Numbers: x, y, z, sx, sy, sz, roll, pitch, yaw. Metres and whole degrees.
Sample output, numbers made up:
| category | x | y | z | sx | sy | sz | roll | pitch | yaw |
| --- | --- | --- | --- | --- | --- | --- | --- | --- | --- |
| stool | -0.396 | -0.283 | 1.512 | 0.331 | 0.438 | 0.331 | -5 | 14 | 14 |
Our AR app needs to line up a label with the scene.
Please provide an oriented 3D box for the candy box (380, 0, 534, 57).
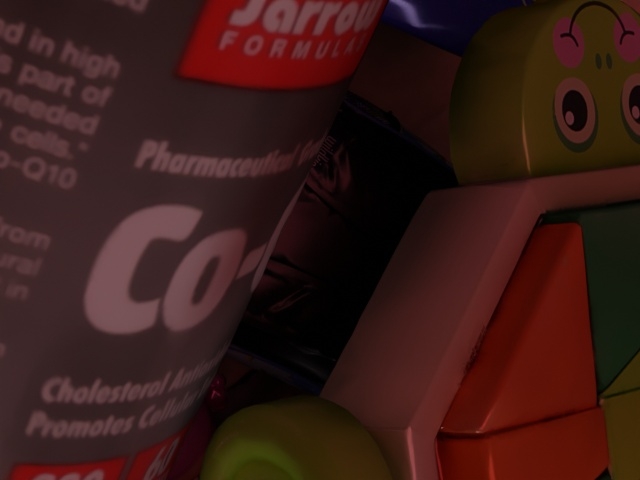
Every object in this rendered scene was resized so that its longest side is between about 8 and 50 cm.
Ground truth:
| category | x | y | z | sx | sy | sz | roll | pitch | yaw |
| --- | --- | --- | --- | --- | --- | --- | --- | --- | --- |
| candy box | -0.008 | -0.235 | 0.493 | 0.317 | 0.122 | 0.268 | 22 | 115 | -17 |

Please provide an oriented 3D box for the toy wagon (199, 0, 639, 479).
| category | x | y | z | sx | sy | sz | roll | pitch | yaw |
| --- | --- | --- | --- | --- | --- | --- | --- | --- | --- |
| toy wagon | 0.086 | 0.072 | 0.469 | 0.267 | 0.068 | 0.344 | -8 | 92 | -44 |

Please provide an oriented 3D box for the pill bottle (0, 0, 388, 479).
| category | x | y | z | sx | sy | sz | roll | pitch | yaw |
| --- | --- | --- | --- | --- | --- | --- | --- | --- | --- |
| pill bottle | -0.069 | -0.064 | 0.421 | 0.161 | 0.161 | 0.283 | 18 | 115 | -16 |

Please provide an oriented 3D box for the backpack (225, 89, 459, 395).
| category | x | y | z | sx | sy | sz | roll | pitch | yaw |
| --- | --- | --- | --- | --- | --- | --- | --- | --- | --- |
| backpack | 0.000 | 0.000 | 0.580 | 0.114 | 0.084 | 0.105 | 29 | 88 | -11 |

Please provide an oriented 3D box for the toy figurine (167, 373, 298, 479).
| category | x | y | z | sx | sy | sz | roll | pitch | yaw |
| --- | --- | --- | --- | --- | --- | --- | --- | --- | --- |
| toy figurine | -0.037 | 0.101 | 0.573 | 0.159 | 0.130 | 0.173 | 37 | 77 | -6 |
